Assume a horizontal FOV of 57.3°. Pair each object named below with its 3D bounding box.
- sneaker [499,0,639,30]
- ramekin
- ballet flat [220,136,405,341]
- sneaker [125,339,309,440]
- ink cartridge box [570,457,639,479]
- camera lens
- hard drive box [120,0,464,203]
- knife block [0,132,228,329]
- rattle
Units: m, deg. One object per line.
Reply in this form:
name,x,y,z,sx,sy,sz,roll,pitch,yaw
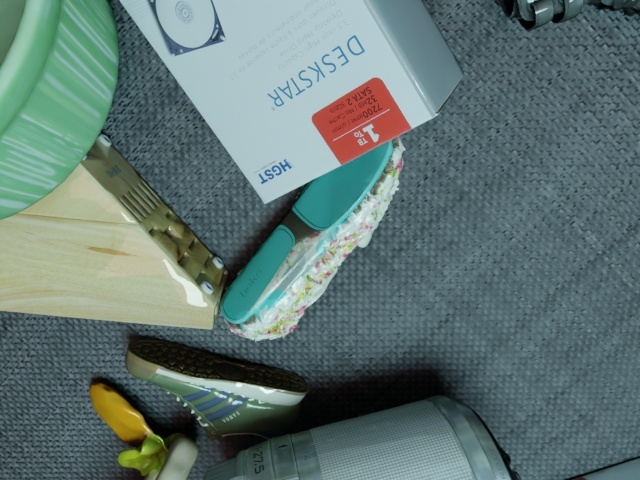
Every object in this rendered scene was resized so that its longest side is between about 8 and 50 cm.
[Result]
sneaker,0.242,-0.201,0.476,0.296,0.104,0.147,44,105,-7
ramekin,-0.301,-0.150,0.420,0.304,0.148,0.303,-1,83,5
ballet flat,0.000,0.000,0.558,0.241,0.091,0.077,-47,135,10
sneaker,-0.115,0.170,0.615,0.192,0.064,0.086,15,103,-8
ink cartridge box,0.348,0.409,0.665,0.197,0.114,0.272,-21,106,6
camera lens,0.046,0.280,0.552,0.274,0.219,0.219,-13,108,-6
hard drive box,-0.030,-0.171,0.454,0.181,0.089,0.232,-24,109,38
knife block,-0.261,0.025,0.558,0.242,0.088,0.275,-38,104,13
rattle,-0.220,0.269,0.587,0.143,0.130,0.199,42,68,-23
